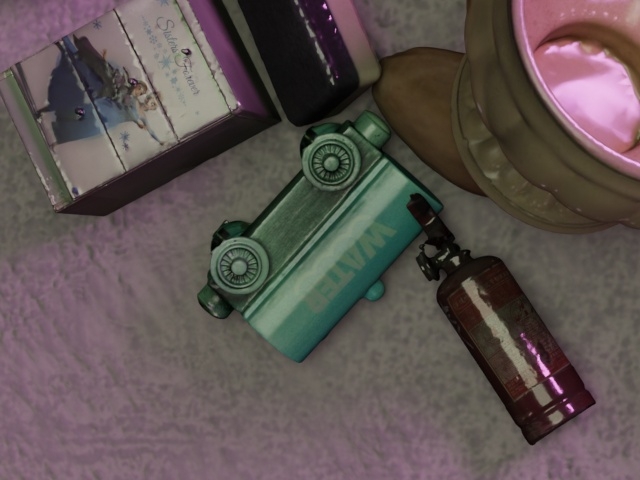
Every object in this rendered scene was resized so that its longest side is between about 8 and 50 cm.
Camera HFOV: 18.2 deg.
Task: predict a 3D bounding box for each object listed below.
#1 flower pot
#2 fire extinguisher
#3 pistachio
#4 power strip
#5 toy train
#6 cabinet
[{"bbox_3d":[0.243,-0.142,1.704,0.307,0.244,0.307,6,71,-16],"label":"flower pot"},{"bbox_3d":[0.160,0.062,1.845,0.075,0.106,0.252,-30,82,-13],"label":"fire extinguisher"},{"bbox_3d":[0.128,-0.117,1.862,0.185,0.108,0.126,40,131,19],"label":"pistachio"},{"bbox_3d":[-0.031,-0.244,1.891,0.070,0.105,0.256,-20,82,-30],"label":"power strip"},{"bbox_3d":[0.000,0.000,1.897,0.159,0.101,0.248,43,98,-5],"label":"toy train"},{"bbox_3d":[-0.175,-0.134,1.904,0.206,0.150,0.145,-28,83,11],"label":"cabinet"}]
